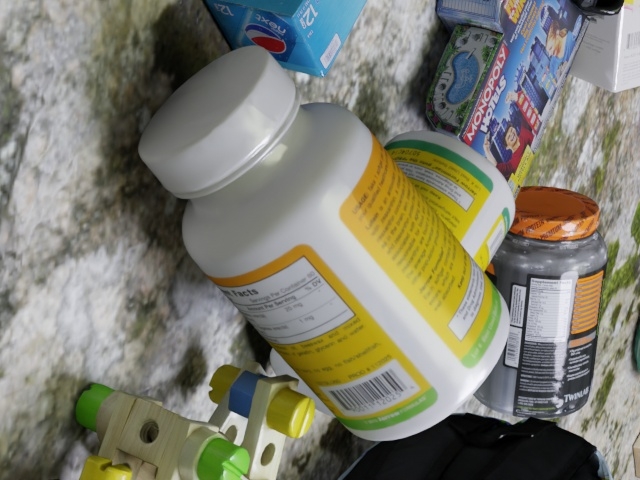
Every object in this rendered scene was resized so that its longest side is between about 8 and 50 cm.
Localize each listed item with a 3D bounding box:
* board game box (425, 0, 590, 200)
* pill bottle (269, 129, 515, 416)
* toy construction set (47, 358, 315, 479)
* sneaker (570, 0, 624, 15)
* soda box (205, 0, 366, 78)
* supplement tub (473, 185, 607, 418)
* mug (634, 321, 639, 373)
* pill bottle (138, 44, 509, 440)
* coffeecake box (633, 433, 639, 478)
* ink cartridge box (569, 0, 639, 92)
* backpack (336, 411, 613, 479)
[{"bbox_3d":[0.139,-0.153,1.391,0.194,0.060,0.194,-66,149,-15],"label":"board game box"},{"bbox_3d":[0.051,0.028,1.265,0.208,0.117,0.118,-57,147,-30],"label":"pill bottle"},{"bbox_3d":[-0.107,0.230,1.075,0.215,0.151,0.328,19,77,-62],"label":"toy construction set"},{"bbox_3d":[0.218,-0.246,1.464,0.188,0.078,0.067,37,71,-59],"label":"sneaker"},{"bbox_3d":[0.009,-0.214,1.119,0.210,0.071,0.067,-62,150,-22],"label":"soda box"},{"bbox_3d":[0.196,0.054,1.534,0.117,0.117,0.190,-27,127,-53],"label":"supplement tub"},{"bbox_3d":[0.433,0.113,2.001,0.158,0.097,0.129,-44,139,-44],"label":"mug"},{"bbox_3d":[0.000,0.000,1.076,0.246,0.136,0.136,50,57,-25],"label":"pill bottle"},{"bbox_3d":[0.492,0.228,2.115,0.185,0.142,0.068,-53,146,-33],"label":"coffeecake box"},{"bbox_3d":[0.298,-0.249,1.582,0.115,0.067,0.198,-16,121,-33],"label":"ink cartridge box"},{"bbox_3d":[0.099,0.287,1.336,0.356,0.290,0.273,-64,145,-37],"label":"backpack"}]
